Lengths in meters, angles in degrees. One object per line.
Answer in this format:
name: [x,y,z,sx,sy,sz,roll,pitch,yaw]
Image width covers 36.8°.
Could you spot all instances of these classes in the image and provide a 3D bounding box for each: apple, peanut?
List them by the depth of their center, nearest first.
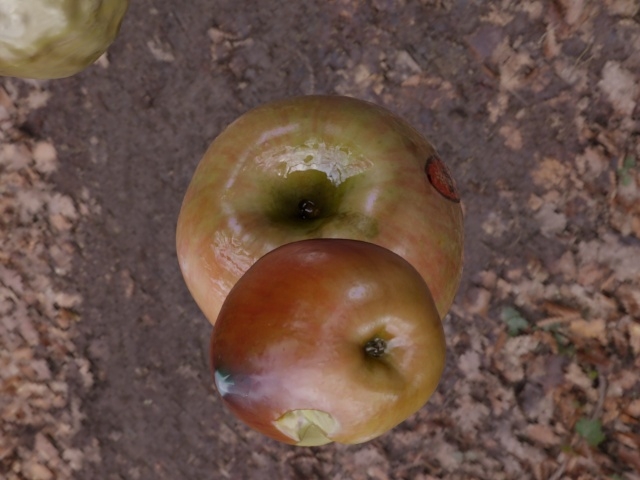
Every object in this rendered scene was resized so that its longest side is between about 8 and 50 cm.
peanut: [-0.176,-0.167,0.544,0.140,0.109,0.159,-15,113,38]
apple: [0.010,0.086,0.795,0.199,0.199,0.199,20,132,24]
apple: [0.000,0.000,1.287,0.391,0.391,0.346,28,162,18]
